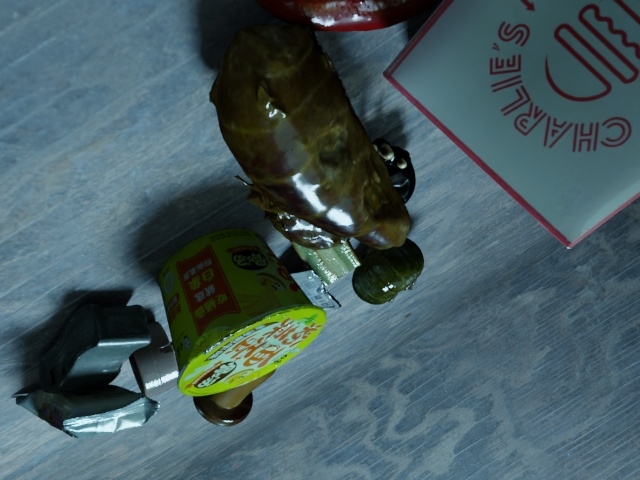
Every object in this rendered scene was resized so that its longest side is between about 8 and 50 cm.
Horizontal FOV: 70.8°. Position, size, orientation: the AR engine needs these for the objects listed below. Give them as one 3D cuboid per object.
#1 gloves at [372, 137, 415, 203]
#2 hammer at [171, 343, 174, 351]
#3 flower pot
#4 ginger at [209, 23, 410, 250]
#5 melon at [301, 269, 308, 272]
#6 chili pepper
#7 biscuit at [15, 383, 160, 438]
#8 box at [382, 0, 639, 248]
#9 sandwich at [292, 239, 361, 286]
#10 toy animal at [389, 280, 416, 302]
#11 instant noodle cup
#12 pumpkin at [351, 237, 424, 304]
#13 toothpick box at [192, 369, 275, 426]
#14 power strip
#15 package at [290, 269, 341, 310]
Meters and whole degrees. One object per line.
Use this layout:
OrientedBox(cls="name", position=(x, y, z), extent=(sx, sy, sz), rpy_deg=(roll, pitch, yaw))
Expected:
OrientedBox(cls="gloves", position=(0.105, -0.134, 0.858), extent=(0.164, 0.124, 0.203), rpy_deg=(-51, 133, -10))
OrientedBox(cls="hammer", position=(-0.385, 0.250, 1.096), extent=(0.036, 0.019, 0.110), rpy_deg=(-34, 148, 4))
OrientedBox(cls="flower pot", position=(-0.438, 0.208, 0.866), extent=(0.229, 0.103, 0.108), rpy_deg=(-42, 152, 22))
OrientedBox(cls="ginger", position=(-0.037, -0.114, 0.660), extent=(0.254, 0.176, 0.418), rpy_deg=(4, 153, 31))
OrientedBox(cls="melon", position=(-0.065, 0.157, 1.202), extent=(0.140, 0.093, 0.202), rpy_deg=(-17, 146, -4))
OrientedBox(cls="chili pepper", position=(0.100, -0.335, 0.540), extent=(0.369, 0.092, 0.137), rpy_deg=(-34, 141, -3))
OrientedBox(cls="biscuit", position=(-0.484, 0.342, 0.926), extent=(0.309, 0.079, 0.186), rpy_deg=(-5, 169, 44))
OrientedBox(cls="box", position=(0.315, -0.237, 0.586), extent=(0.312, 0.314, 0.300), rpy_deg=(-47, -178, 28))
OrientedBox(cls="sandwich", position=(0.000, 0.000, 1.084), extent=(0.117, 0.144, 0.187), rpy_deg=(-33, 118, 2))
OrientedBox(cls="toy animal", position=(0.240, 0.140, 1.513), extent=(0.214, 0.093, 0.186), rpy_deg=(-32, 159, -18))
OrientedBox(cls="instant noodle cup", position=(-0.172, 0.131, 0.888), extent=(0.312, 0.221, 0.311), rpy_deg=(-26, 153, -15))
OrientedBox(cls="pumpkin", position=(0.186, 0.082, 1.265), extent=(0.224, 0.157, 0.223), rpy_deg=(-39, 167, -10))
OrientedBox(cls="toothpick box", position=(-0.251, 0.411, 1.335), extent=(0.192, 0.192, 0.294), rpy_deg=(3, 131, -49))
OrientedBox(cls="power strip", position=(-0.367, 0.257, 0.973), extent=(0.078, 0.154, 0.154), rpy_deg=(-19, 151, -31))
OrientedBox(cls="package", position=(-0.057, 0.130, 1.099), extent=(0.173, 0.027, 0.171), rpy_deg=(-8, 141, 25))
